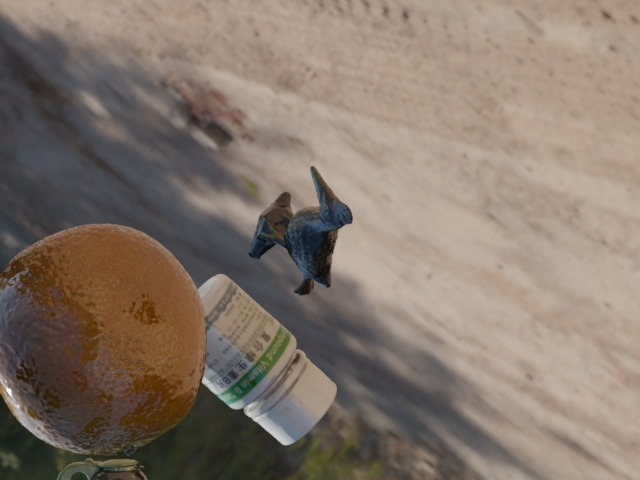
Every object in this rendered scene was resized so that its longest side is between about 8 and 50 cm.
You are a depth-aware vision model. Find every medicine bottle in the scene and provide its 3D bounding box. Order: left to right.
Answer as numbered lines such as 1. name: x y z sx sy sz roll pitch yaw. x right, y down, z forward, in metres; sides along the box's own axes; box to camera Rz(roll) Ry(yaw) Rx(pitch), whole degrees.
1. medicine bottle: -0.099 0.171 1.956 0.237 0.139 0.139 44 166 -11

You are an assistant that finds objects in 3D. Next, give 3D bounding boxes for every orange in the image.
1. orange: -0.247 0.114 1.558 0.264 0.264 0.264 37 166 11

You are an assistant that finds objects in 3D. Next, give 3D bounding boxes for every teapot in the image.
1. teapot: -0.276 0.327 1.801 0.124 0.090 0.092 0 174 -29

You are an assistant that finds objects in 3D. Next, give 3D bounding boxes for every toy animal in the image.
1. toy animal: -0.008 -0.006 1.351 0.105 0.070 0.202 52 154 0
